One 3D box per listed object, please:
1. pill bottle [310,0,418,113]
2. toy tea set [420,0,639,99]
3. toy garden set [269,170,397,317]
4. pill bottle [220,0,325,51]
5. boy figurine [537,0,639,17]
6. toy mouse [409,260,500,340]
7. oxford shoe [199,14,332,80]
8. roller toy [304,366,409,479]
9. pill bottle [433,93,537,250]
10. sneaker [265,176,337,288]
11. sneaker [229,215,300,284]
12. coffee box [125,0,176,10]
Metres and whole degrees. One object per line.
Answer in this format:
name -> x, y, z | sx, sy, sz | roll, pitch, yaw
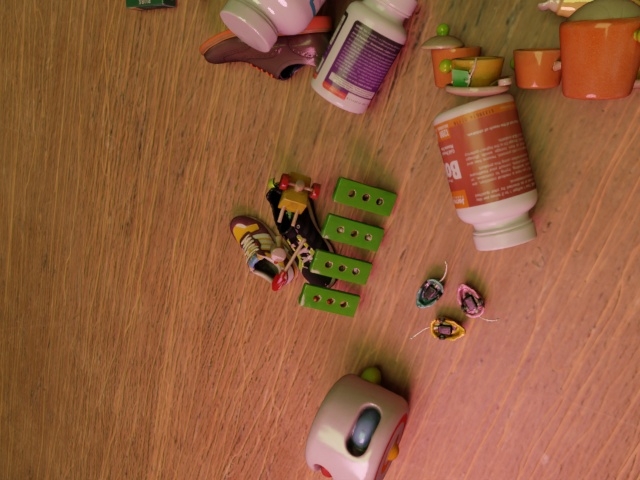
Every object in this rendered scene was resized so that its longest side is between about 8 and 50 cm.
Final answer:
pill bottle -> 0.072, -0.315, 0.857 | 0.108, 0.108, 0.193 | 40, 118, 16
toy tea set -> 0.280, -0.263, 0.705 | 0.336, 0.200, 0.124 | 11, 116, 32
toy garden set -> 0.000, 0.000, 0.948 | 0.204, 0.049, 0.244 | 15, 105, -15
pill bottle -> -0.044, -0.427, 0.818 | 0.146, 0.146, 0.264 | 33, 86, 19
boy figurine -> 0.367, -0.370, 0.691 | 0.285, 0.092, 0.177 | 46, 117, 16
toy mouse -> 0.225, 0.101, 0.915 | 0.161, 0.031, 0.143 | -4, 100, 30
oxford shoe -> -0.104, -0.338, 0.962 | 0.271, 0.097, 0.098 | 2, 109, 29
roller toy -> 0.074, 0.359, 0.967 | 0.146, 0.191, 0.209 | 21, 111, 23
pill bottle -> 0.254, -0.100, 0.798 | 0.121, 0.121, 0.216 | -13, 94, 31
sneaker -> -0.047, -0.007, 1.004 | 0.084, 0.097, 0.234 | -23, 90, 32
sneaker -> -0.125, 0.018, 1.061 | 0.185, 0.084, 0.069 | 39, 117, 16
coffee box -> -0.349, -0.568, 1.073 | 0.113, 0.040, 0.184 | 8, 105, 28
